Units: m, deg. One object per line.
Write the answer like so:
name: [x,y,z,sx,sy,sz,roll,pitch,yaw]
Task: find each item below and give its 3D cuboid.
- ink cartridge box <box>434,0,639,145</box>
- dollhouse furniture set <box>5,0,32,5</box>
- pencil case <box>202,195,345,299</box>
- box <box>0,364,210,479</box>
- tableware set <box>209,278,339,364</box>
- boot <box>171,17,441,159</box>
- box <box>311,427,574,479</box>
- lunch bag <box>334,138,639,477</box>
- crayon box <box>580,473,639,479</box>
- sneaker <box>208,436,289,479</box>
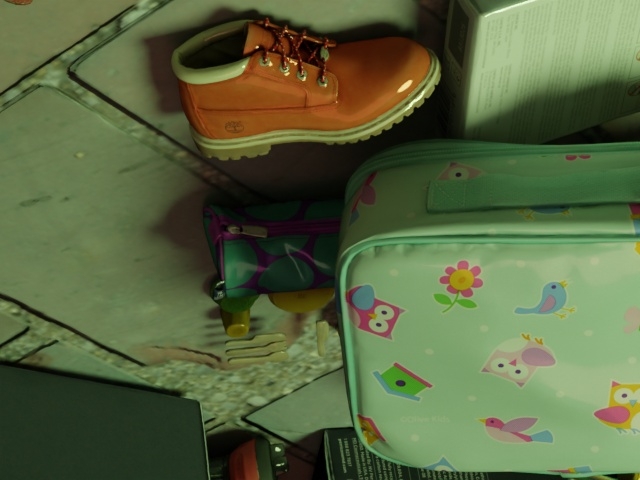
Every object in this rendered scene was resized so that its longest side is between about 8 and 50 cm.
ink cartridge box: [0.160,-0.126,1.094,0.179,0.045,0.145,-21,148,-16]
dollhouse furniture set: [-0.264,-0.157,0.835,0.374,0.152,0.201,0,144,-13]
pencil case: [0.000,0.000,1.198,0.152,0.064,0.070,-7,159,-4]
box: [-0.274,0.237,1.370,0.296,0.182,0.294,14,141,-29]
tableware set: [-0.001,0.046,1.304,0.154,0.024,0.104,-7,142,-1]
boot: [-0.010,-0.099,1.063,0.158,0.059,0.084,-13,140,7]
box: [0.098,0.236,1.521,0.207,0.108,0.153,-2,144,-9]
lunch bag: [0.151,0.038,1.114,0.279,0.108,0.224,-1,130,9]
crayon box: [0.248,0.155,1.377,0.323,0.083,0.203,20,172,-36]
sneaker: [-0.081,0.264,1.530,0.135,0.097,0.276,-9,143,0]
